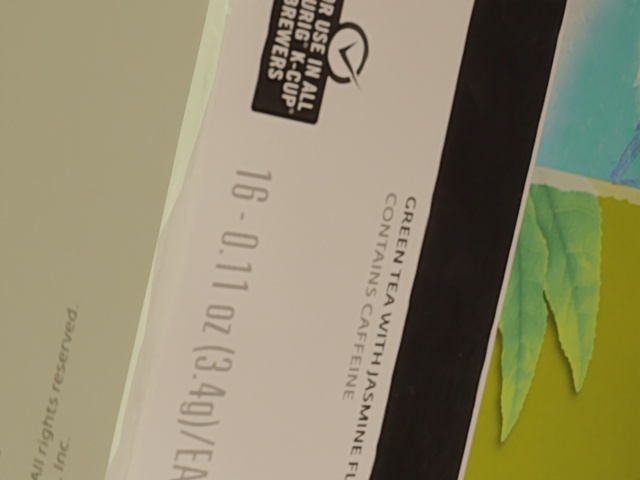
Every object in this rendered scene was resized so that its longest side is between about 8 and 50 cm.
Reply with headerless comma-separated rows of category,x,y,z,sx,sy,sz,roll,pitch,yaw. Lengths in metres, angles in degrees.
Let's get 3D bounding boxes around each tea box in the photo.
tea box,0.000,0.000,0.524,0.220,0.323,0.329,17,97,43
